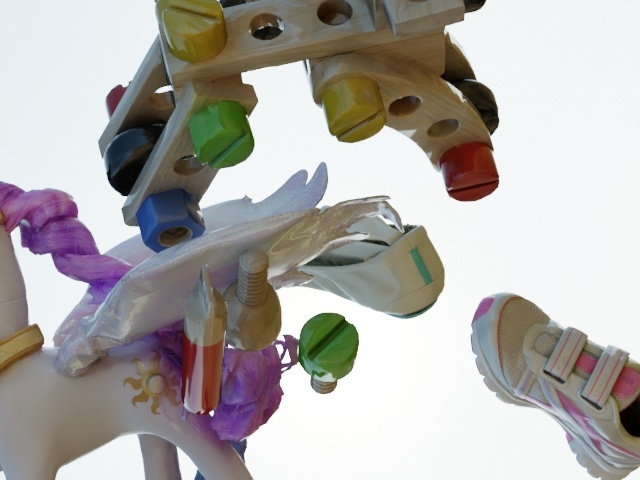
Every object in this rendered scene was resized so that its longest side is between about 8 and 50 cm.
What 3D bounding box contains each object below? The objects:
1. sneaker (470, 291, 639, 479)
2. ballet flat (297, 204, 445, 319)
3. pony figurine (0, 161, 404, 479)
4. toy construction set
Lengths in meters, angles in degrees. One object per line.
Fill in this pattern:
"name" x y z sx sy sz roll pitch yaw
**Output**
"sneaker" 0.256 0.133 1.778 0.111 0.252 0.103 -26 31 52
"ballet flat" 0.000 0.000 1.506 0.086 0.248 0.086 -12 -73 -45
"pony figurine" -0.123 0.087 1.180 0.303 0.351 0.363 -179 76 -79
"toy construction set" -0.015 -0.081 1.035 0.237 0.258 0.308 98 -175 -59
